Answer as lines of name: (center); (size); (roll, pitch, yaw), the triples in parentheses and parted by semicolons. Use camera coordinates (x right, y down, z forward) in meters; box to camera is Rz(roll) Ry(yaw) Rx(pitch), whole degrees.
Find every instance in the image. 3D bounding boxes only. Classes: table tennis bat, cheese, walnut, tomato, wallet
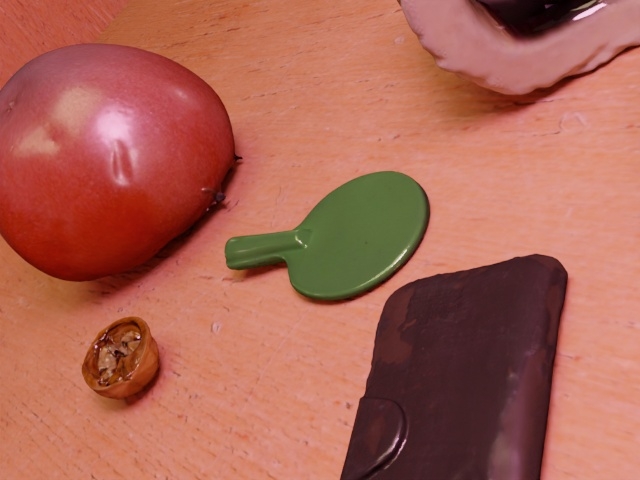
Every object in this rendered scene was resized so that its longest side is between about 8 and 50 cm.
table tennis bat: (0.000, 0.000, 0.865); (0.257, 0.039, 0.160); (-9, 46, 35)
cheese: (0.215, -0.310, 0.759); (0.332, 0.292, 0.153); (-23, 36, 10)
walnut: (-0.214, 0.137, 0.923); (0.091, 0.052, 0.121); (-45, 34, -6)
tomato: (-0.291, -0.116, 1.095); (0.341, 0.273, 0.341); (-29, 34, 22)
wallet: (0.086, 0.144, 0.591); (0.165, 0.042, 0.310); (-14, 42, 36)
